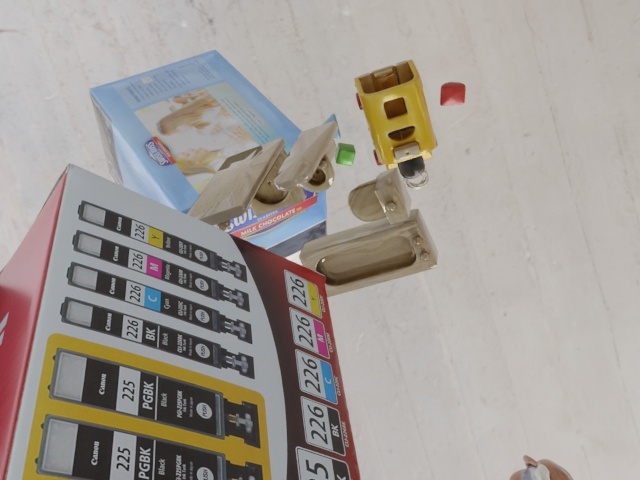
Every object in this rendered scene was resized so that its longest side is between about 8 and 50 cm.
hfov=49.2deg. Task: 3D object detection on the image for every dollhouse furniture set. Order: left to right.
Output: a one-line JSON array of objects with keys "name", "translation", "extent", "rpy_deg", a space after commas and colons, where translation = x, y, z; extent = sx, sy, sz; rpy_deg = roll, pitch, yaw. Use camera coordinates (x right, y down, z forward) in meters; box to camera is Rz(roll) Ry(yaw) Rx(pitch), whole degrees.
[{"name": "dollhouse furniture set", "translation": [0.000, 0.000, 0.571], "extent": [0.144, 0.123, 0.151], "rpy_deg": [-17, 115, 22]}]

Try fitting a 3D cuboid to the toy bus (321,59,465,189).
[{"name": "toy bus", "translation": [0.119, -0.157, 1.027], "extent": [0.202, 0.104, 0.191], "rpy_deg": [21, 120, -17]}]

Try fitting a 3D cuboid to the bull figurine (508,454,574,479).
[{"name": "bull figurine", "translation": [0.314, 0.392, 0.804], "extent": [0.101, 0.188, 0.310], "rpy_deg": [-40, 62, 11]}]

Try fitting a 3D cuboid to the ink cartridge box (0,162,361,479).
[{"name": "ink cartridge box", "translation": [-0.117, 0.120, 0.373], "extent": [0.272, 0.309, 0.130], "rpy_deg": [25, 125, -31]}]

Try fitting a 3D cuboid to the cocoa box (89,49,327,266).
[{"name": "cocoa box", "translation": [-0.173, -0.099, 1.088], "extent": [0.347, 0.231, 0.228], "rpy_deg": [47, 151, 37]}]
